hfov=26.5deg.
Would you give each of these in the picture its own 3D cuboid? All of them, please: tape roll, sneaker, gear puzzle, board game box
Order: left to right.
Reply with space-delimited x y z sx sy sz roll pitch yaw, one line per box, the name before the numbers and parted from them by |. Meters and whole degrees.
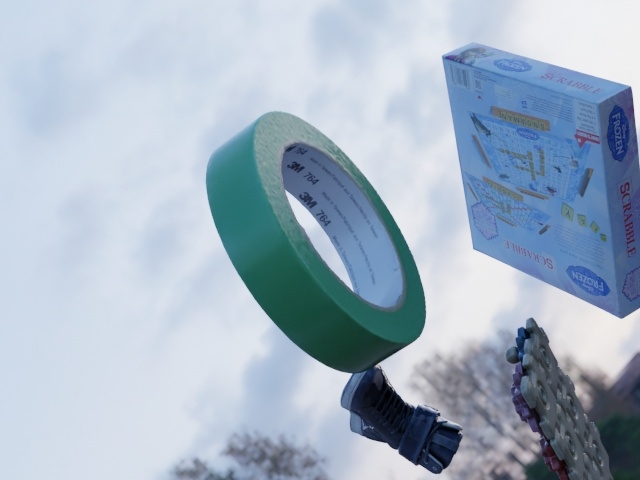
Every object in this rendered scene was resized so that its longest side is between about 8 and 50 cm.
tape roll | 0.000 0.000 1.603 0.077 0.321 0.321 -33 -15 22
sneaker | 0.117 0.243 1.883 0.086 0.163 0.226 -58 -20 -17
board game box | 0.308 -0.089 1.861 0.066 0.318 0.318 -26 -60 -24
gear puzzle | 0.308 0.265 1.663 0.044 0.339 0.175 -22 23 22
